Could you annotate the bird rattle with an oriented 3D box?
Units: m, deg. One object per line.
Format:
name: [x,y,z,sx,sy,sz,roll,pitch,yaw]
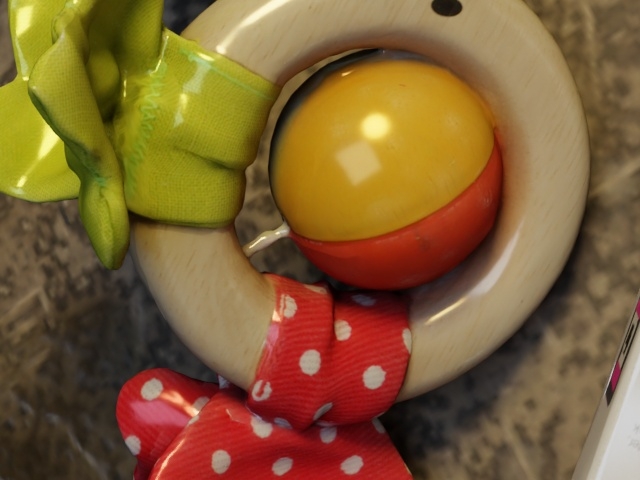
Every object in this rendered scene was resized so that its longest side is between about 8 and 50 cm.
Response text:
bird rattle: [0.000,0.000,0.545,0.207,0.143,0.253,-28,107,-3]

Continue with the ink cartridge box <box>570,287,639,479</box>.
ink cartridge box: [0.186,0.027,0.472,0.176,0.069,0.370,19,96,5]
